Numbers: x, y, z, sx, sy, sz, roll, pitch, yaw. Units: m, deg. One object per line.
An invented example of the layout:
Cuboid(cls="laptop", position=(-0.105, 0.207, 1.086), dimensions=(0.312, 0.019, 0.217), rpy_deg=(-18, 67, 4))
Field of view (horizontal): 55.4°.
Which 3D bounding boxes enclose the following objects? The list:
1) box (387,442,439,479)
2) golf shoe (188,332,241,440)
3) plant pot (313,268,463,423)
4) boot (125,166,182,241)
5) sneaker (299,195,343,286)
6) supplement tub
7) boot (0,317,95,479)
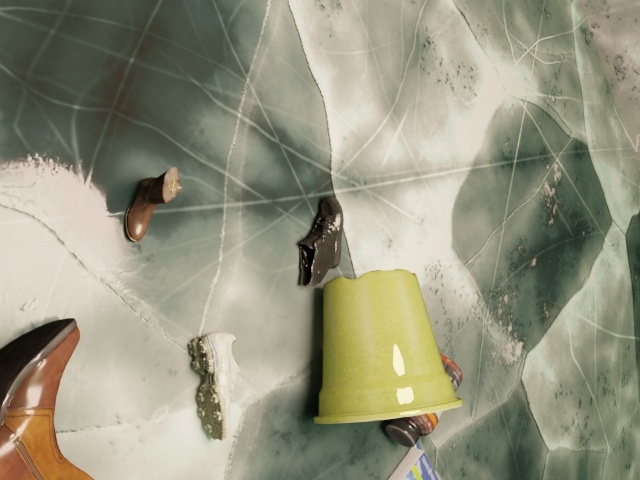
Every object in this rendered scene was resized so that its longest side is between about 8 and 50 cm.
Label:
Cuboid(cls="box", position=(0.192, 0.536, 1.313), dimensions=(0.178, 0.042, 0.109), rpy_deg=(-41, 114, -34))
Cuboid(cls="golf shoe", position=(-0.159, 0.237, 1.006), dimensions=(0.086, 0.069, 0.176), rpy_deg=(-8, 94, -47))
Cuboid(cls="plant pot", position=(0.107, 0.193, 1.136), dimensions=(0.276, 0.276, 0.254), rpy_deg=(3, 74, -41))
Cuboid(cls="boot", position=(-0.247, -0.052, 0.908), dimensions=(0.037, 0.114, 0.107), rpy_deg=(15, 78, -40))
Cuboid(cls="sneaker", position=(-0.002, 0.000, 1.164), dimensions=(0.089, 0.051, 0.170), rpy_deg=(-3, 93, -46))
Cuboid(cls="supplement tub", position=(0.217, 0.341, 1.304), dimensions=(0.198, 0.106, 0.106), rpy_deg=(-48, 118, -32))
Cuboid(cls="boot", position=(-0.345, 0.279, 0.814), dimensions=(0.264, 0.096, 0.281), rpy_deg=(-75, 146, -51))
